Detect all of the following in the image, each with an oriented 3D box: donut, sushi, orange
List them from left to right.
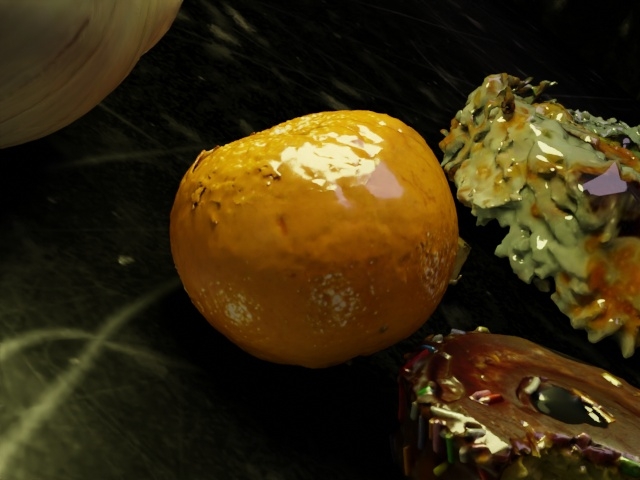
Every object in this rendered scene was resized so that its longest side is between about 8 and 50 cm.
[{"bbox_3d":[0.000,0.000,0.794,0.193,0.161,0.193,-8,18,3],"label":"orange"},{"bbox_3d":[0.147,0.143,0.785,0.230,0.096,0.216,13,17,-19],"label":"donut"},{"bbox_3d":[0.316,-0.041,1.369,0.417,0.176,0.417,23,24,-11],"label":"sushi"}]

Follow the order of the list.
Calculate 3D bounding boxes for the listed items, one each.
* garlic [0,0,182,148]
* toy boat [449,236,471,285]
[{"bbox_3d":[-0.232,-0.189,0.749,0.317,0.259,0.317,-22,90,-80],"label":"garlic"},{"bbox_3d":[0.050,-0.005,1.038,0.206,0.064,0.072,15,14,-43],"label":"toy boat"}]
